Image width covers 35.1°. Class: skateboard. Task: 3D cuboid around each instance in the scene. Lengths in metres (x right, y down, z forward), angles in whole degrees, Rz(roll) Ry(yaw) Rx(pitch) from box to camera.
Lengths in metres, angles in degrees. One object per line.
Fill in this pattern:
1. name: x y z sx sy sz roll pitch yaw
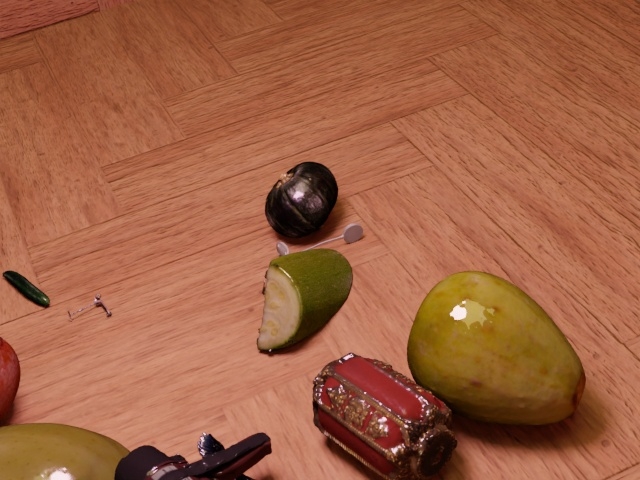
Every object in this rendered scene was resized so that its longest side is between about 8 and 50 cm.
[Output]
1. skateboard: -0.509 0.159 2.223 0.083 0.032 0.064 -25 50 -24

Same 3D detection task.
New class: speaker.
1. speaker: -0.164 0.419 1.640 0.259 0.198 0.329 -44 52 -11

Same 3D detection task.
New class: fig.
1. fig: 0.316 0.210 1.809 0.326 0.258 0.258 32 52 20

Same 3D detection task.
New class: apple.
1. apple: -0.515 0.476 1.769 0.360 0.312 0.320 5 -5 16

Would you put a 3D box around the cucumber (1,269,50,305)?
1. cucumber: -0.676 0.106 2.318 0.033 0.036 0.184 -41 48 -23

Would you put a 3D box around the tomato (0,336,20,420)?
1. tomato: -0.717 0.274 1.929 0.265 0.265 0.265 -6 38 5

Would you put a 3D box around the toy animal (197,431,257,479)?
1. toy animal: -0.169 0.412 1.812 0.108 0.062 0.220 -18 34 -39

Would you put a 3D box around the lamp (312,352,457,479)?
1. lamp: 0.108 0.312 1.785 0.177 0.177 0.274 -36 45 -30

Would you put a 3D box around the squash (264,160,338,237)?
1. squash: -0.042 -0.093 2.334 0.156 0.193 0.193 48 57 5

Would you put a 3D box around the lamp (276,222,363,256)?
1. lamp: 0.000 0.000 2.298 0.198 0.050 0.056 -19 39 -12

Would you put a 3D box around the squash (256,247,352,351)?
1. squash: -0.011 0.127 2.155 0.111 0.203 0.288 10 6 26
